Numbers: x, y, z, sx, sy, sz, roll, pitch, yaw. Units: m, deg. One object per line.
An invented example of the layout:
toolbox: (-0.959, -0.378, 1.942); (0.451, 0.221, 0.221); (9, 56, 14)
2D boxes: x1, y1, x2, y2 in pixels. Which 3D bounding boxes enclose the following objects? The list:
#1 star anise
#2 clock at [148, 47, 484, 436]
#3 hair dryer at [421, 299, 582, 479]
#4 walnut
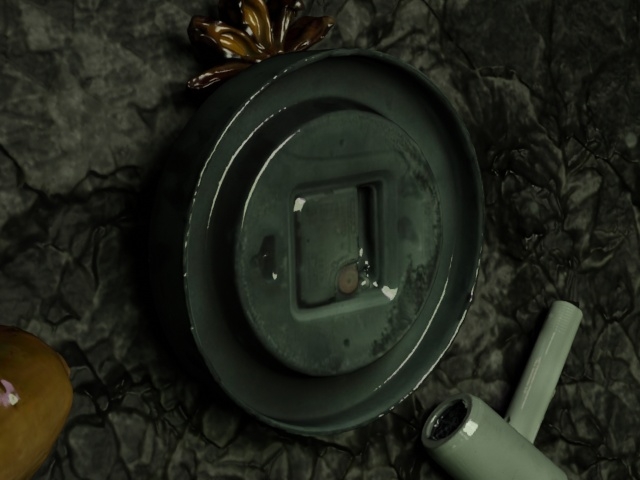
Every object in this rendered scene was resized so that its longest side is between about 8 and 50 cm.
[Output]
star anise: (-0.032, -0.113, 1.623); (0.177, 0.073, 0.234); (-28, 92, -38)
clock: (0.001, -0.001, 1.578); (0.319, 0.066, 0.318); (-9, 104, -39)
hair dryer: (0.188, 0.136, 1.751); (0.131, 0.073, 0.236); (44, 55, -21)
walnut: (-0.274, 0.136, 1.350); (0.245, 0.137, 0.137); (-26, 97, -44)
